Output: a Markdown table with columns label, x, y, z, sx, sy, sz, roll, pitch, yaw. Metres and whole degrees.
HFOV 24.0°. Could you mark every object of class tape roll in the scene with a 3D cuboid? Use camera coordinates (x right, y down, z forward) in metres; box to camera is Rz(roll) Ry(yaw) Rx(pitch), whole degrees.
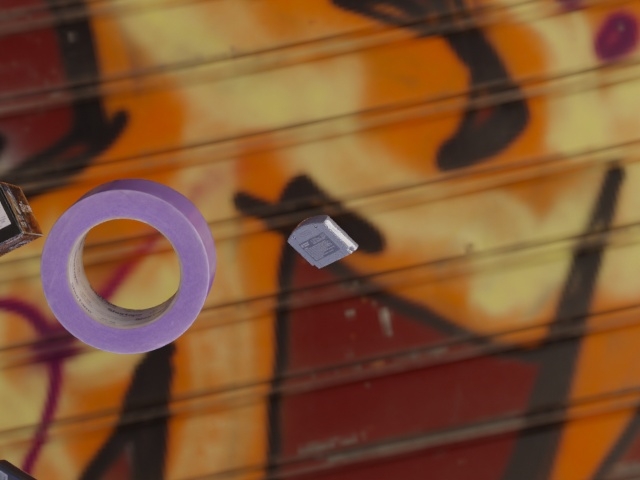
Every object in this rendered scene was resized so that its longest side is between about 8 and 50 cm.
| label | x | y | z | sx | sy | sz | roll | pitch | yaw |
| --- | --- | --- | --- | --- | --- | --- | --- | --- | --- |
| tape roll | -0.215 | 0.028 | 1.699 | 0.189 | 0.189 | 0.080 | -12 | -169 | 5 |

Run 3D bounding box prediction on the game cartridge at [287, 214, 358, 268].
| label | x | y | z | sx | sy | sz | roll | pitch | yaw |
| --- | --- | --- | --- | --- | --- | --- | --- | --- | --- |
| game cartridge | 0.000 | 0.000 | 1.628 | 0.083 | 0.056 | 0.017 | -26 | -153 | 57 |

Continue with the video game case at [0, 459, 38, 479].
| label | x | y | z | sx | sy | sz | roll | pitch | yaw |
| --- | --- | --- | --- | --- | --- | --- | --- | --- | --- |
| video game case | -0.452 | 0.489 | 2.267 | 0.026 | 0.274 | 0.196 | -1 | -170 | -38 |

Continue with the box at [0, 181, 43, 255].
| label | x | y | z | sx | sy | sz | roll | pitch | yaw |
| --- | --- | --- | --- | --- | --- | --- | --- | --- | --- |
| box | -0.466 | -0.002 | 1.951 | 0.180 | 0.077 | 0.147 | -27 | 179 | 0 |
